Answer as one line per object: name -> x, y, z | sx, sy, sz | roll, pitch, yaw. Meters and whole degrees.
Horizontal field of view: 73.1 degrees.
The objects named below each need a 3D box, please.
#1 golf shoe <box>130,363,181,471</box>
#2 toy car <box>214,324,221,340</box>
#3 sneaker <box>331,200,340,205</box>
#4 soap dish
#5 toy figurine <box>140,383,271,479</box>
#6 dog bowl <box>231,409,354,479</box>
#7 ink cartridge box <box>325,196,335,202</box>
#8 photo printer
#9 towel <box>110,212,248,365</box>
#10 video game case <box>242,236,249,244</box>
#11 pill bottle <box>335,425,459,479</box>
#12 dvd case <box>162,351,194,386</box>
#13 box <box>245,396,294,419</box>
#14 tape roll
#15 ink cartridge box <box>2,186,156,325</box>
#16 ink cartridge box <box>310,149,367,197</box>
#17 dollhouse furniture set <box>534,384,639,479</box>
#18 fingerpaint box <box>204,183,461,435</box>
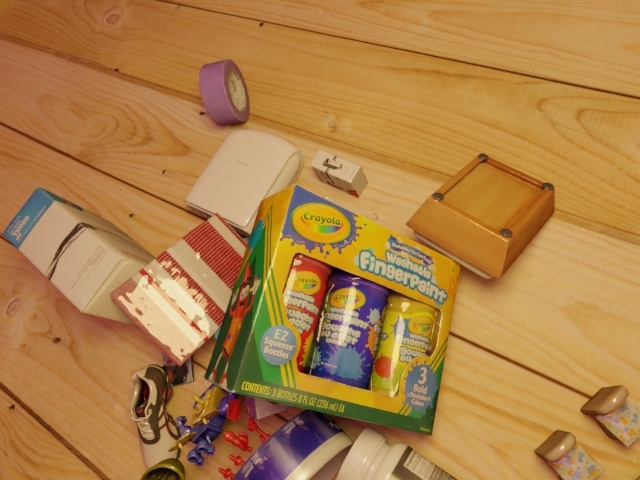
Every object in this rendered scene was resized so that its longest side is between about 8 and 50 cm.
golf shoe -> -0.424, 0.449, 1.070 | 0.105, 0.120, 0.272 | -15, 73, 10
toy car -> -0.171, 0.246, 1.048 | 0.238, 0.219, 0.210 | -1, 33, 49
sneaker -> 0.000, 0.000, 1.008 | 0.090, 0.115, 0.232 | 17, 69, 10
soap dish -> 0.371, -0.069, 0.970 | 0.229, 0.118, 0.291 | 35, 53, 26
toy figurine -> -0.253, 0.448, 1.032 | 0.362, 0.191, 0.217 | -49, 19, 21
dog bowl -> -0.058, 0.472, 0.874 | 0.104, 0.265, 0.265 | 40, 85, 27
ink cartridge box -> -0.011, 0.010, 1.119 | 0.154, 0.093, 0.212 | -15, 67, -2
photo printer -> -0.210, -0.180, 1.247 | 0.256, 0.107, 0.307 | 24, 75, 26
towel -> -0.305, 0.112, 1.078 | 0.237, 0.037, 0.329 | 47, 64, -1
video game case -> -0.155, 0.066, 1.191 | 0.213, 0.023, 0.193 | -21, 65, 8
pill bottle -> 0.180, 0.508, 0.845 | 0.283, 0.161, 0.161 | 27, 79, 24
dvd case -> -0.385, 0.329, 1.166 | 0.087, 0.013, 0.119 | -16, 66, 10
box -> -0.029, 0.240, 0.939 | 0.057, 0.293, 0.200 | -15, 82, 57
tape roll -> -0.294, -0.457, 1.340 | 0.080, 0.189, 0.188 | -8, 68, 13
ink cartridge box -> -0.604, 0.056, 1.185 | 0.395, 0.285, 0.166 | 31, 83, 25
ink cartridge box -> 0.051, -0.182, 1.182 | 0.135, 0.099, 0.056 | 27, 81, 25
dollhouse furniture set -> 0.520, 0.499, 0.694 | 0.394, 0.256, 0.362 | -41, 64, -1
fingerpaint box -> 0.053, 0.151, 0.869 | 0.163, 0.445, 0.370 | -13, 57, 58
